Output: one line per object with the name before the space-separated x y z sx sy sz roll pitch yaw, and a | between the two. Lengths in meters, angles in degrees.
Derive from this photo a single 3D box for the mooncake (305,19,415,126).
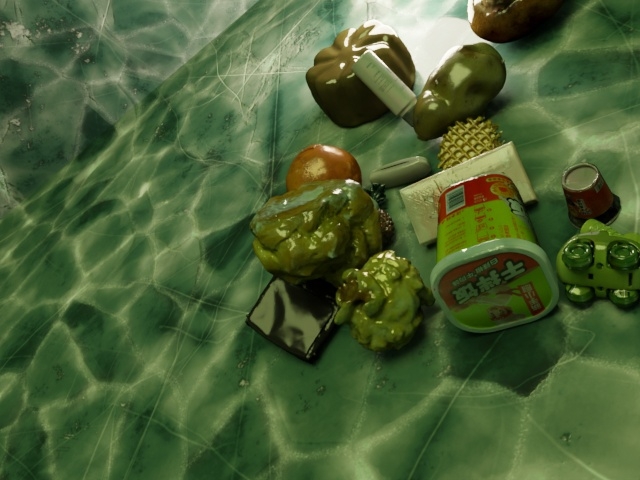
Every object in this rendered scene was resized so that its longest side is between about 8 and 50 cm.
mooncake | 0.132 -0.594 2.367 0.378 0.201 0.379 -20 45 21

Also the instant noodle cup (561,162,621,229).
instant noodle cup | 0.638 -0.111 1.618 0.127 0.136 0.127 -21 45 23

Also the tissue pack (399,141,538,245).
tissue pack | 0.393 -0.121 1.808 0.325 0.071 0.170 -23 79 20

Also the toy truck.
toy truck | 0.640 0.039 1.496 0.187 0.148 0.210 17 45 42

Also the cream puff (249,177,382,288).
cream puff | 0.000 0.000 1.832 0.378 0.276 0.378 -18 20 7

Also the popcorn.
popcorn | 0.162 0.151 1.687 0.195 0.254 0.256 -155 70 -83

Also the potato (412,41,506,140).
potato | 0.405 -0.443 2.032 0.351 0.202 0.218 -47 31 3

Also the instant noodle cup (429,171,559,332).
instant noodle cup | 0.400 0.013 1.615 0.293 0.294 0.308 -19 39 23

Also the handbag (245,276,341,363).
handbag | -0.062 0.201 1.892 0.246 0.080 0.223 26 76 27

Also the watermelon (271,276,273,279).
watermelon | -0.103 0.121 2.016 0.111 0.078 0.078 -48 42 -15

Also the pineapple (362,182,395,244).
pineapple | 0.168 -0.074 1.971 0.083 0.103 0.221 -1 45 -7

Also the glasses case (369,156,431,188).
glasses case | 0.240 -0.204 2.043 0.193 0.074 0.049 -16 50 26

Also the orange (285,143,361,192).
orange | 0.012 -0.180 2.069 0.240 0.240 0.240 -20 45 22

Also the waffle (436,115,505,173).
waffle | 0.430 -0.256 1.929 0.197 0.070 0.193 -13 65 27

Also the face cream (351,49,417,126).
face cream | 0.234 -0.464 2.142 0.092 0.311 0.092 -44 -1 -1

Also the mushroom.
mushroom | 0.615 -0.795 2.133 0.345 0.260 0.346 -20 46 22
